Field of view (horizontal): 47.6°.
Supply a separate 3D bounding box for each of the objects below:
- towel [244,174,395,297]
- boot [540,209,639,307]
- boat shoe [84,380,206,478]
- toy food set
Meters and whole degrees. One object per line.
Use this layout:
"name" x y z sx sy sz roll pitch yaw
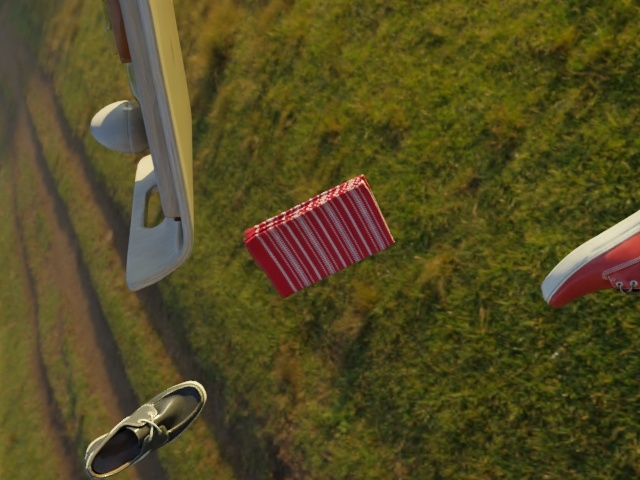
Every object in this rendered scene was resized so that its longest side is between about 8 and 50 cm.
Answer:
"towel" 0.000 0.000 1.487 0.274 0.199 0.031 -26 39 3
"boot" 0.439 0.065 0.985 0.244 0.088 0.176 -37 66 23
"boat shoe" -0.297 0.328 1.247 0.084 0.233 0.079 57 168 0
"toy food set" -0.164 -0.146 0.583 0.220 0.092 0.306 -105 9 -55
